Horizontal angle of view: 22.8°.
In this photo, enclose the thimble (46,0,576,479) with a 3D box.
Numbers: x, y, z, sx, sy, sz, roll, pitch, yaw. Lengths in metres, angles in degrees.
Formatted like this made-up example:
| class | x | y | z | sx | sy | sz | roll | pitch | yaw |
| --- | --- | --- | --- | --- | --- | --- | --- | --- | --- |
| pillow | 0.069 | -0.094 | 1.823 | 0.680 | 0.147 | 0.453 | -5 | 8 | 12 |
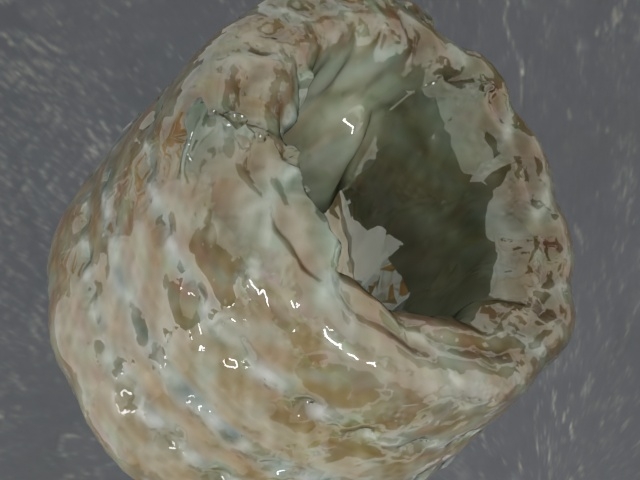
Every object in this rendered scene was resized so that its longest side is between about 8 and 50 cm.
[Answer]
| class | x | y | z | sx | sy | sz | roll | pitch | yaw |
| --- | --- | --- | --- | --- | --- | --- | --- | --- | --- |
| thimble | 0.002 | 0.006 | 0.674 | 0.196 | 0.229 | 0.148 | 46 | 128 | -2 |
